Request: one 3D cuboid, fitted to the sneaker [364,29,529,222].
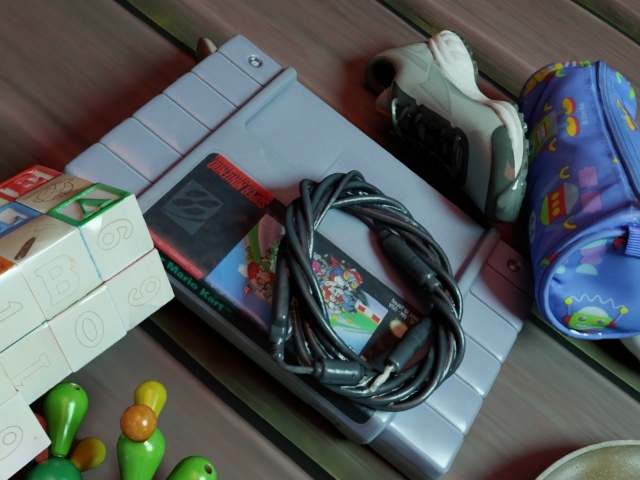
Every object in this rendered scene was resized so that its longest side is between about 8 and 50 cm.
[{"bbox_3d":[0.118,-0.106,0.690,0.108,0.100,0.271,-10,42,-9],"label":"sneaker"}]

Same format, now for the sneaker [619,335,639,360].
[{"bbox_3d":[0.338,0.029,0.694,0.095,0.090,0.235,46,54,-7],"label":"sneaker"}]

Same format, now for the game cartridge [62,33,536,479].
[{"bbox_3d":[0.000,0.000,0.587,0.355,0.068,0.230,38,49,1],"label":"game cartridge"}]

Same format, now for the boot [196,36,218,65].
[{"bbox_3d":[-0.071,-0.150,0.706,0.087,0.042,0.118,-2,60,-24],"label":"boot"}]

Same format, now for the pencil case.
[{"bbox_3d":[0.246,-0.052,0.647,0.120,0.133,0.306,17,41,-4],"label":"pencil case"}]

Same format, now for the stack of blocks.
[{"bbox_3d":[-0.234,0.071,0.418,0.171,0.087,0.297,17,43,39],"label":"stack of blocks"}]

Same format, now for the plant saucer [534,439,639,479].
[{"bbox_3d":[0.248,0.295,0.491,0.311,0.050,0.310,8,55,-11],"label":"plant saucer"}]

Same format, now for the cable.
[{"bbox_3d":[0.038,0.027,0.524,0.151,0.047,0.184,14,56,-16],"label":"cable"}]

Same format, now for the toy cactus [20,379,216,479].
[{"bbox_3d":[-0.135,0.190,0.421,0.181,0.112,0.219,-31,78,-22],"label":"toy cactus"}]
